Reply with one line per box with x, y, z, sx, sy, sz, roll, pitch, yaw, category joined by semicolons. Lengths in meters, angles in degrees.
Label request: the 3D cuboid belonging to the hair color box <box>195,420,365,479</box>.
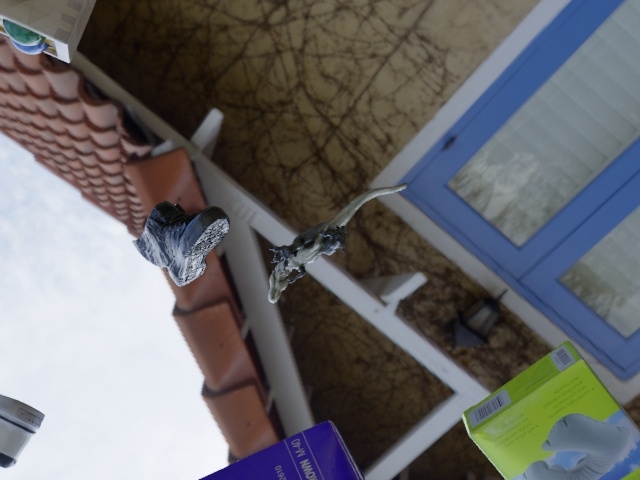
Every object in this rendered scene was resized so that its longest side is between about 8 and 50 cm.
-0.113;0.287;0.537;0.185;0.339;0.110;78;165;-44;hair color box

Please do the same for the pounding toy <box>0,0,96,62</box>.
-0.314;-0.242;0.675;0.181;0.094;0.206;22;179;-19;pounding toy

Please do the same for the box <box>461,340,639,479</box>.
0.211;0.181;0.574;0.178;0.109;0.042;50;-169;-10;box

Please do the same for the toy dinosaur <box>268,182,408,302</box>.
0.000;0.000;0.989;0.064;0.268;0.118;53;-160;2;toy dinosaur

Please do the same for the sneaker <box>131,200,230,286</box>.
-0.156;-0.010;0.771;0.051;0.170;0.089;-27;-106;-35;sneaker

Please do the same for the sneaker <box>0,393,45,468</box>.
-0.490;0.251;0.989;0.094;0.258;0.091;48;-125;-37;sneaker
